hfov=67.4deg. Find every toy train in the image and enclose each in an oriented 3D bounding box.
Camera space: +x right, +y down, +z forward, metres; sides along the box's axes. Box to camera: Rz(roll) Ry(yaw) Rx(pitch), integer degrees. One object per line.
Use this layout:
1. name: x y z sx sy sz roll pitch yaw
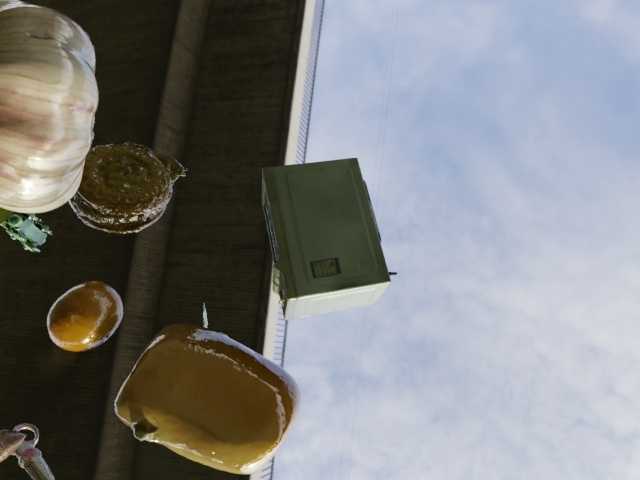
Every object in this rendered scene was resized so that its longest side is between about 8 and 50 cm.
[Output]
1. toy train: -0.476 -0.025 0.756 0.081 0.122 0.050 34 -110 -4

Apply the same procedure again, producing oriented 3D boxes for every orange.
1. orange: -0.491 0.163 1.014 0.124 0.156 0.156 35 -91 11

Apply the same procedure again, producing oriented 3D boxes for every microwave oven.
1. microwave oven: 0.000 0.000 1.246 0.286 0.218 0.354 -9 -112 -12

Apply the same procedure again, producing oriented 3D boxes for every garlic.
1. garlic: -0.382 -0.145 0.528 0.245 0.253 0.245 8 -78 41

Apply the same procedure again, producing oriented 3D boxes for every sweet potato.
1. sweet potato: -0.533 0.319 0.694 0.068 0.206 0.060 -12 -101 24

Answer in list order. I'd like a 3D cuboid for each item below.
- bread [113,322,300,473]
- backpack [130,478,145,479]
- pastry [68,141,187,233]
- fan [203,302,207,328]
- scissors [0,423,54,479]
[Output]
1. bread: -0.239 0.351 1.093 0.376 0.348 0.253 30 -106 -2
2. backpack: -0.379 0.791 1.107 0.363 0.255 0.445 8 -59 25
3. pastry: -0.485 -0.131 1.169 0.240 0.132 0.235 27 -135 -5
4. fan: -0.341 0.303 1.430 0.009 0.131 0.240 -1 -69 -10
5. scissors: -0.796 0.592 1.311 0.242 0.118 0.030 31 -74 29
